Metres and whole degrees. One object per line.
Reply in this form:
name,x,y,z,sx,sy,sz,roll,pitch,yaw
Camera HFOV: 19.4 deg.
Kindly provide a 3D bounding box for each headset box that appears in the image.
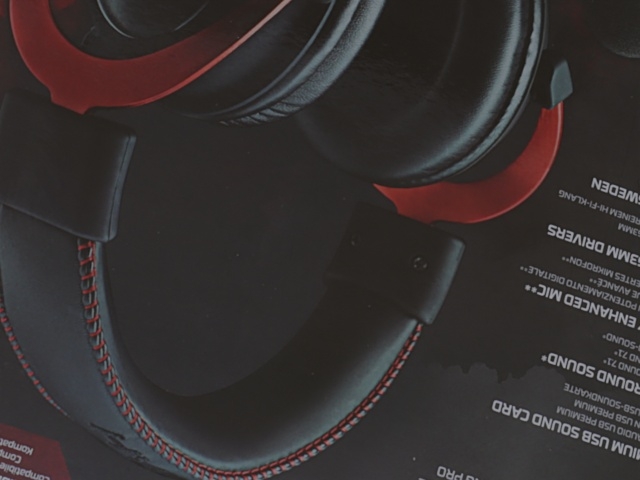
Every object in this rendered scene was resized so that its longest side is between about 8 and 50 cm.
headset box,0.000,0.000,0.499,0.218,0.293,0.110,20,162,-6
